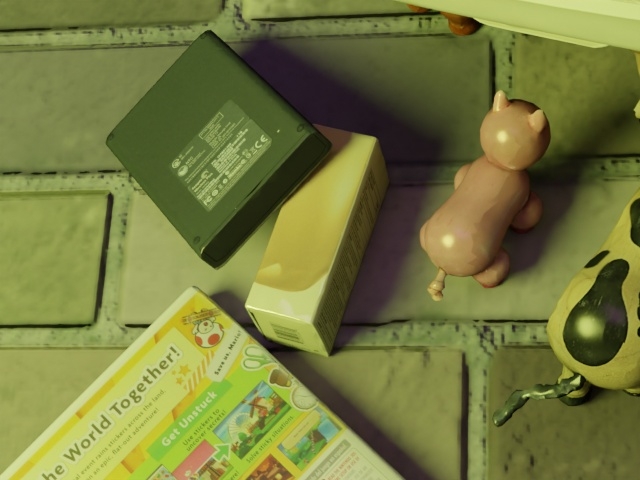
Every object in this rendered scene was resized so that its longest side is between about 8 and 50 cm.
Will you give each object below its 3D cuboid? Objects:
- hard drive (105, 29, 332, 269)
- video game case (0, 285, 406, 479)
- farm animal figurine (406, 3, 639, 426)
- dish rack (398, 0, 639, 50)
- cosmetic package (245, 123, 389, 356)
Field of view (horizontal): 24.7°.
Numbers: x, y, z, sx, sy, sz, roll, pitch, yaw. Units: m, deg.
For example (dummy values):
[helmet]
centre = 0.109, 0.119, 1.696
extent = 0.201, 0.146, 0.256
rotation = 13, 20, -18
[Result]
[hard drive]
centre = -0.062, -0.056, 0.833
extent = 0.094, 0.022, 0.135
rotation = -47, 45, 4
[video game case]
centre = -0.077, 0.168, 0.777
extent = 0.206, 0.026, 0.227
rotation = 41, 81, 22
[farm animal figurine]
centre = 0.179, -0.107, 0.764
extent = 0.326, 0.172, 0.330
rotation = -23, 66, 0
[dish rack]
centre = 0.178, -0.194, 0.627
extent = 0.333, 0.072, 0.285
rotation = -44, 38, -18
[cosmetic package]
centre = 0.000, 0.000, 0.814
extent = 0.041, 0.060, 0.115
rotation = 14, 69, 16
